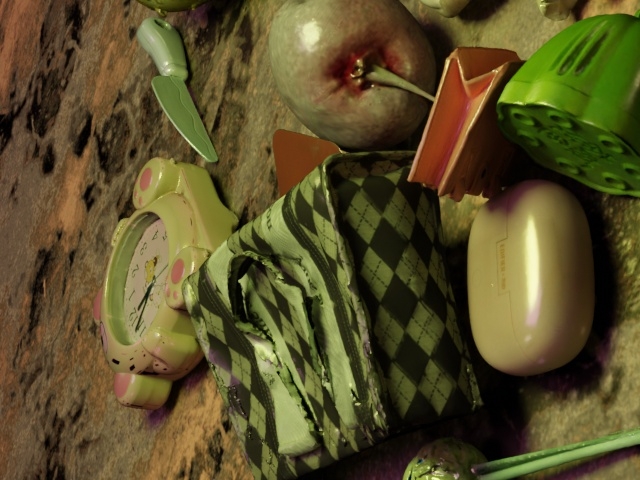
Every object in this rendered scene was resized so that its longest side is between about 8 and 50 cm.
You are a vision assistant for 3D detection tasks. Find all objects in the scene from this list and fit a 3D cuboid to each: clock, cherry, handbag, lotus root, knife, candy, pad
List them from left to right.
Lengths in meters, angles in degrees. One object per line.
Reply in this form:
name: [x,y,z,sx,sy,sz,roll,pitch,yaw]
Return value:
clock: [-0.229,0.068,2.210,0.309,0.114,0.284,-58,38,29]
knife: [-0.225,-0.235,2.344,0.044,0.080,0.331,-52,40,28]
pad: [0.000,0.000,1.863,0.181,0.004,0.267,19,121,57]
handbag: [0.008,0.115,1.712,0.416,0.180,0.316,-35,66,57]
cherry: [0.035,-0.208,1.817,0.213,0.184,0.266,60,161,-15]
handbag: [0.170,-0.118,1.577,0.059,0.212,0.157,25,104,21]
candy: [0.212,0.220,1.512,0.335,0.092,0.093,-22,23,44]
lotus root: [0.280,-0.153,1.470,0.186,0.186,0.186,-27,57,51]

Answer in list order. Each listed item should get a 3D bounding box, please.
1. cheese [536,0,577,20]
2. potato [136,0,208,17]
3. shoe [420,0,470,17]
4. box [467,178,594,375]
cheese: [0.258,-0.326,1.650,0.127,0.050,0.235,-59,29,28]
potato: [-0.182,-0.468,2.235,0.359,0.219,0.269,0,72,55]
shoe: [0.092,-0.417,1.796,0.172,0.198,0.351,-54,35,43]
box: [0.212,0.037,1.550,0.146,0.088,0.200,-27,57,50]
